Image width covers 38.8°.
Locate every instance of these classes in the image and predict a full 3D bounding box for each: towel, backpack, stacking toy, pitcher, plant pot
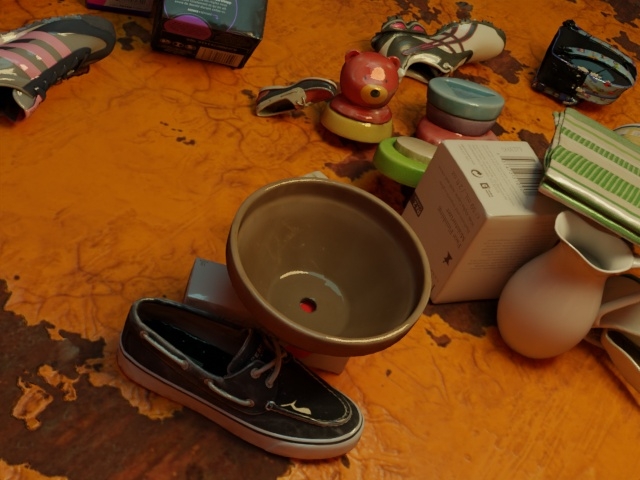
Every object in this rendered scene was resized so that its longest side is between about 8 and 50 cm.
[{"bbox_3d":[0.425,-0.081,1.280,0.248,0.038,0.325,30,29,4],"label":"towel"},{"bbox_3d":[0.520,-0.328,1.771,0.173,0.116,0.158,26,42,3],"label":"backpack"},{"bbox_3d":[0.185,-0.196,1.431,0.309,0.130,0.279,1,30,-24],"label":"stacking toy"},{"bbox_3d":[0.345,0.075,1.219,0.178,0.207,0.125,21,43,-5],"label":"pitcher"},{"bbox_3d":[0.000,0.047,1.054,0.238,0.109,0.237,11,49,-13],"label":"plant pot"}]

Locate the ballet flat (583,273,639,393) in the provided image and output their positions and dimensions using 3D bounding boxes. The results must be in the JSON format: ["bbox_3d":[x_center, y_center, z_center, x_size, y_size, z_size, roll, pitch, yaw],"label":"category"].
[{"bbox_3d":[0.526,0.206,1.245,0.400,0.139,0.139,39,44,22],"label":"ballet flat"}]

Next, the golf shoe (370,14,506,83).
[{"bbox_3d":[0.227,-0.341,1.688,0.273,0.105,0.120,-5,65,-20],"label":"golf shoe"}]

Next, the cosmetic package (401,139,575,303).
[{"bbox_3d":[0.226,-0.026,1.286,0.152,0.183,0.151,-2,48,-27],"label":"cosmetic package"}]

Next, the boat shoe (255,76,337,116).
[{"bbox_3d":[-0.040,-0.224,1.436,0.137,0.049,0.043,-5,55,21],"label":"boat shoe"}]

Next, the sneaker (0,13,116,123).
[{"bbox_3d":[-0.413,-0.229,1.288,0.319,0.112,0.131,-25,77,-37],"label":"sneaker"}]

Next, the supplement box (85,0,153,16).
[{"bbox_3d":[-0.319,-0.497,1.496,0.111,0.220,0.113,4,46,-21],"label":"supplement box"}]

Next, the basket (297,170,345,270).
[{"bbox_3d":[0.000,0.000,1.220,0.113,0.103,0.167,-25,61,-38],"label":"basket"}]

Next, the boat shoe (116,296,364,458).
[{"bbox_3d":[-0.083,0.148,1.033,0.301,0.102,0.108,25,42,2],"label":"boat shoe"}]

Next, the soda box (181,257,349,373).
[{"bbox_3d":[-0.062,0.094,1.119,0.216,0.073,0.069,15,43,-9],"label":"soda box"}]

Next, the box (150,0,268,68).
[{"bbox_3d":[-0.170,-0.440,1.473,0.165,0.143,0.270,10,78,-16],"label":"box"}]

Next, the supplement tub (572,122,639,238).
[{"bbox_3d":[0.499,-0.097,1.508,0.144,0.144,0.200,37,44,15],"label":"supplement tub"}]
